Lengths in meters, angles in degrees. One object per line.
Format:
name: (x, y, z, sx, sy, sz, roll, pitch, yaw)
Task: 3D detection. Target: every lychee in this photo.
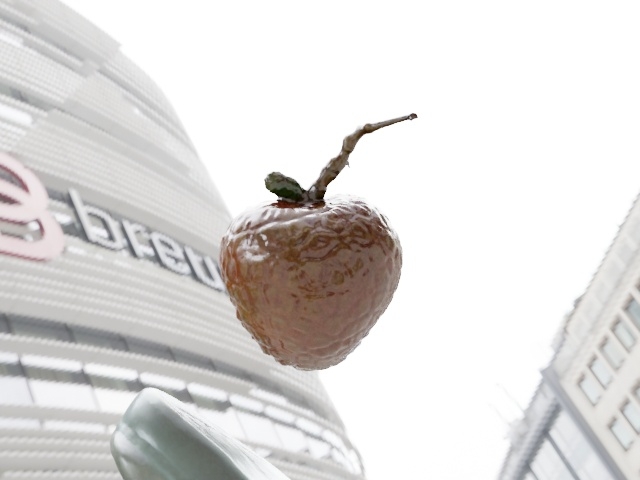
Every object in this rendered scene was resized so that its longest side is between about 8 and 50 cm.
lychee: (0.001, 0.005, 0.596, 0.114, 0.140, 0.101, 6, -13, 20)

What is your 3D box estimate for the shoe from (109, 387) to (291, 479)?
shoe: (-0.016, 0.133, 0.359, 0.078, 0.195, 0.079, -50, -28, 0)
